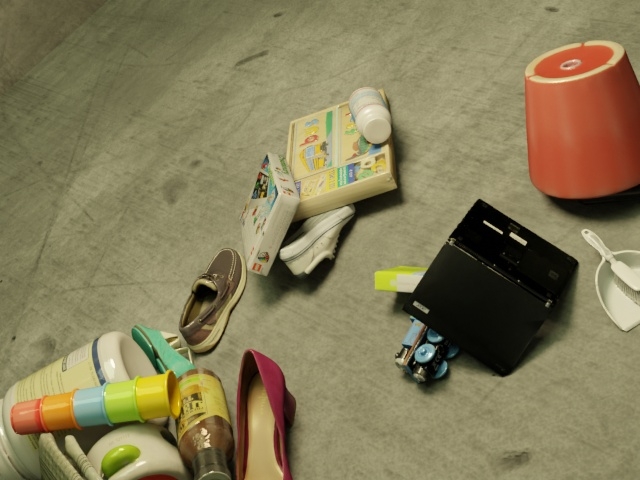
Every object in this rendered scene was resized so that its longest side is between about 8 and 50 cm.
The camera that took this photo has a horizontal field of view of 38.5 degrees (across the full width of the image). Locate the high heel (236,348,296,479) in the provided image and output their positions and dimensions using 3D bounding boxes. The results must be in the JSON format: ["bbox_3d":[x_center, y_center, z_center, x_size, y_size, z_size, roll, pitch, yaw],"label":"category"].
[{"bbox_3d":[-0.126,0.392,1.695,0.127,0.181,0.377,-16,43,17],"label":"high heel"}]

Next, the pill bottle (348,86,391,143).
[{"bbox_3d":[0.120,-0.295,2.174,0.087,0.087,0.160,-25,34,7],"label":"pill bottle"}]

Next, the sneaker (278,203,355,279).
[{"bbox_3d":[0.000,0.000,2.082,0.094,0.091,0.258,-8,23,45],"label":"sneaker"}]

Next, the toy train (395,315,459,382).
[{"bbox_3d":[0.213,0.190,1.775,0.105,0.080,0.184,5,54,46],"label":"toy train"}]

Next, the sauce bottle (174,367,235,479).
[{"bbox_3d":[-0.222,0.371,1.767,0.111,0.111,0.344,-32,25,0],"label":"sauce bottle"}]

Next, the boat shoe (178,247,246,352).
[{"bbox_3d":[-0.250,0.120,2.104,0.103,0.092,0.285,-4,48,28],"label":"boat shoe"}]

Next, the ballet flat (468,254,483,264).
[{"bbox_3d":[0.335,0.027,1.894,0.114,0.041,0.041,-47,43,-16],"label":"ballet flat"}]

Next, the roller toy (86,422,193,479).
[{"bbox_3d":[-0.354,0.456,1.764,0.146,0.191,0.209,51,125,48],"label":"roller toy"}]

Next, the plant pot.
[{"bbox_3d":[0.531,-0.252,1.841,0.275,0.243,0.275,-17,27,9],"label":"plant pot"}]

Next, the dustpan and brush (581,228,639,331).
[{"bbox_3d":[0.557,0.053,1.710,0.147,0.060,0.211,-32,41,-1],"label":"dustpan and brush"}]

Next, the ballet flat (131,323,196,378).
[{"bbox_3d":[-0.340,0.257,2.049,0.087,0.083,0.247,-20,36,-25],"label":"ballet flat"}]

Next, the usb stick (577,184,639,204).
[{"bbox_3d":[0.655,-0.114,1.829,0.278,0.045,0.077,-5,54,27],"label":"usb stick"}]

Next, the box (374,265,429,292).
[{"bbox_3d":[0.213,0.080,1.860,0.178,0.042,0.109,3,7,33],"label":"box"}]

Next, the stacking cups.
[{"bbox_3d":[-0.430,0.320,1.758,0.316,0.096,0.096,-11,44,7],"label":"stacking cups"}]

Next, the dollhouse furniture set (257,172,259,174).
[{"bbox_3d":[-0.114,-0.104,2.263,0.081,0.091,0.114,-52,46,0],"label":"dollhouse furniture set"}]

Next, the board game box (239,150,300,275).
[{"bbox_3d":[-0.122,-0.069,2.103,0.305,0.053,0.193,-109,41,-65],"label":"board game box"}]

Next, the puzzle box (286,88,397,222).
[{"bbox_3d":[0.044,-0.217,2.247,0.272,0.052,0.409,-19,34,14],"label":"puzzle box"}]

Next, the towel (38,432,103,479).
[{"bbox_3d":[-0.433,0.546,1.682,0.056,0.312,0.324,-12,28,-37],"label":"towel"}]

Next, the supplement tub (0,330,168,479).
[{"bbox_3d":[-0.510,0.360,1.916,0.325,0.235,0.235,-28,41,3],"label":"supplement tub"}]

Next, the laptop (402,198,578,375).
[{"bbox_3d":[0.330,0.083,1.760,0.234,0.136,0.264,34,42,9],"label":"laptop"}]
